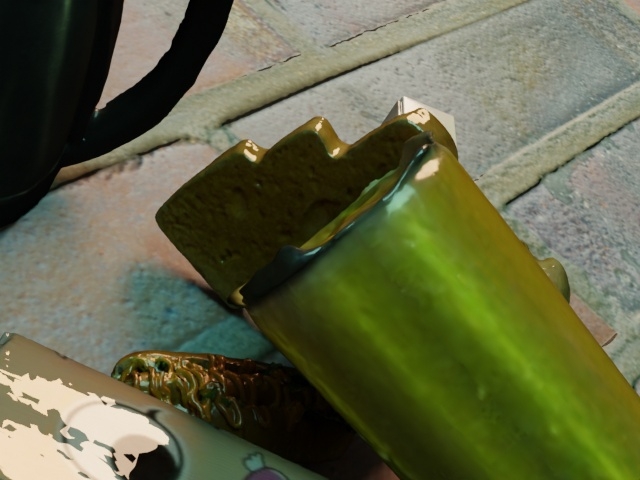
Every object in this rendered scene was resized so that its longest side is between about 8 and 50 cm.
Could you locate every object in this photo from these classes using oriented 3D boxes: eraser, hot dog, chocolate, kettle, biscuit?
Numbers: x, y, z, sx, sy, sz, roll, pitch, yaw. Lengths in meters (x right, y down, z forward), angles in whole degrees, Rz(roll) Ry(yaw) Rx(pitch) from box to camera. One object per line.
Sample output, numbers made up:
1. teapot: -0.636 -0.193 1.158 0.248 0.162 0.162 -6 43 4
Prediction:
1. eraser: -0.075 0.174 0.700 0.290 0.087 0.171 27 34 -8
2. hot dog: -0.055 0.104 0.817 0.188 0.055 0.072 9 46 -29
3. chocolate: 0.138 0.153 0.770 0.445 0.162 0.162 51 39 -5
4. kettle: -0.209 -0.150 0.806 0.251 0.271 0.207 33 38 2
5. biscuit: 0.000 0.000 0.877 0.239 0.212 0.041 13 28 17

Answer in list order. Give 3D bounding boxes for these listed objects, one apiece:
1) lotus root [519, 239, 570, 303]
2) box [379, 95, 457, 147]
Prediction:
1. lotus root: 0.137 0.063 0.974 0.090 0.077 0.183 28 35 5
2. box: 0.051 -0.017 0.958 0.051 0.130 0.129 21 40 -17
